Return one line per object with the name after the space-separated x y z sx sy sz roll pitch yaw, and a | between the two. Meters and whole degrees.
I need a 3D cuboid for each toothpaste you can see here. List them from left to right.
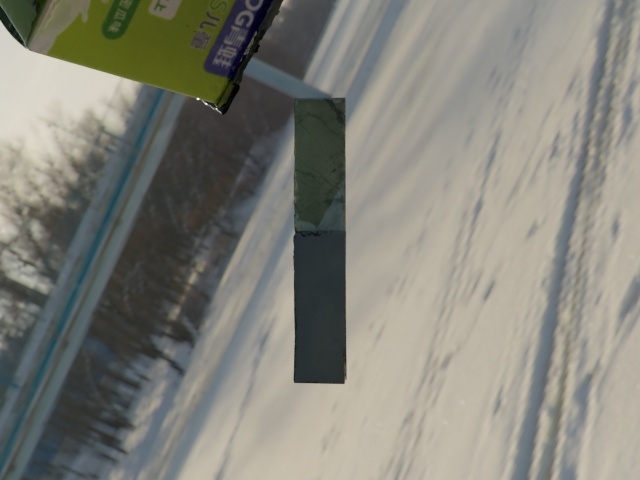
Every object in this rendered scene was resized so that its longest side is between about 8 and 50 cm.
-0.031 -0.217 0.510 0.327 0.110 0.077 -60 42 21 | toothpaste

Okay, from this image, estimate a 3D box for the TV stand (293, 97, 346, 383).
0.000 0.000 1.073 0.040 0.049 0.256 47 -137 -86 | TV stand
